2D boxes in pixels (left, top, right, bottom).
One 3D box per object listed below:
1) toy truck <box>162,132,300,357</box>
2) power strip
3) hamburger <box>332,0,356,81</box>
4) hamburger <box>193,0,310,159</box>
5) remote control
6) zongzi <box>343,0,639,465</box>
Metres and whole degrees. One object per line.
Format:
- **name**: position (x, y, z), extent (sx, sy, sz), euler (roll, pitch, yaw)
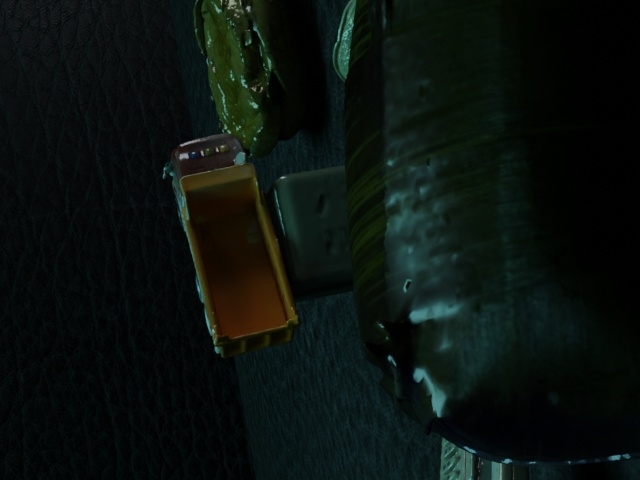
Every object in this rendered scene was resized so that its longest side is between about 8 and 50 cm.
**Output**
- **toy truck**: position (-0.108, 0.006, 1.238), extent (0.135, 0.114, 0.270), euler (99, 156, -62)
- **power strip**: position (0.000, 0.000, 1.328), extent (0.224, 0.139, 0.140), euler (135, 123, -74)
- **hamburger**: position (0.056, -0.198, 1.062), extent (0.054, 0.084, 0.121), euler (-122, 23, -53)
- **hamburger**: position (-0.090, -0.267, 1.519), extent (0.265, 0.134, 0.285), euler (-1, 105, 70)
- **remote control**: position (0.140, 0.170, 0.879), extent (0.090, 0.049, 0.230), euler (-49, 17, 35)
- **zongzi**: position (0.140, -0.052, 0.722), extent (0.432, 0.208, 0.403), euler (37, -132, -72)
